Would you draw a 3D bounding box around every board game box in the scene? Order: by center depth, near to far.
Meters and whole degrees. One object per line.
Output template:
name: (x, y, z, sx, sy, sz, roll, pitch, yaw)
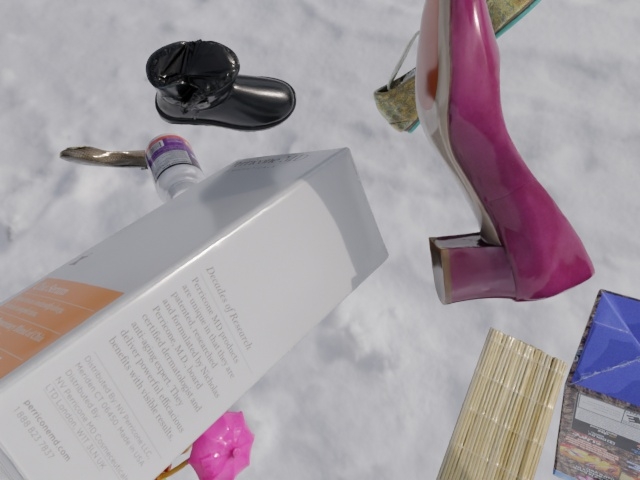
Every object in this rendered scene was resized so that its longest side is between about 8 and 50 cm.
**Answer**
board game box: (0.429, 0.226, 0.729, 0.231, 0.291, 0.141, 17, 58, 29)

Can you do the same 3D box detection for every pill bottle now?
pill bottle: (-0.310, -0.139, 1.291, 0.108, 0.108, 0.194, -26, 50, -6)

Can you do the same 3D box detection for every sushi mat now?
sushi mat: (0.314, 0.316, 1.023, 0.151, 0.019, 0.317, 23, 68, 9)

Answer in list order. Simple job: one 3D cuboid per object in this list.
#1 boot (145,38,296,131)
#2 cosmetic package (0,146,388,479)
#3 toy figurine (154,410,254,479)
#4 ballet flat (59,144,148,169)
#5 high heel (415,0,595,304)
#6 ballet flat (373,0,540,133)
boot: (-0.141, -0.235, 0.926, 0.246, 0.207, 0.094, -3, 89, -14)
cosmetic package: (-0.156, 0.068, 0.660, 0.230, 0.162, 0.453, 1, 31, 45)
toy figurine: (-0.150, 0.235, 0.683, 0.159, 0.130, 0.173, -25, 29, 12)
ballet flat: (-0.471, -0.198, 1.379, 0.249, 0.058, 0.084, 1, 4, -33)
high heel: (0.204, -0.110, 0.638, 0.181, 0.378, 0.127, -8, 24, -2)
ballet flat: (0.223, -0.334, 0.999, 0.348, 0.123, 0.123, -45, 48, 22)
